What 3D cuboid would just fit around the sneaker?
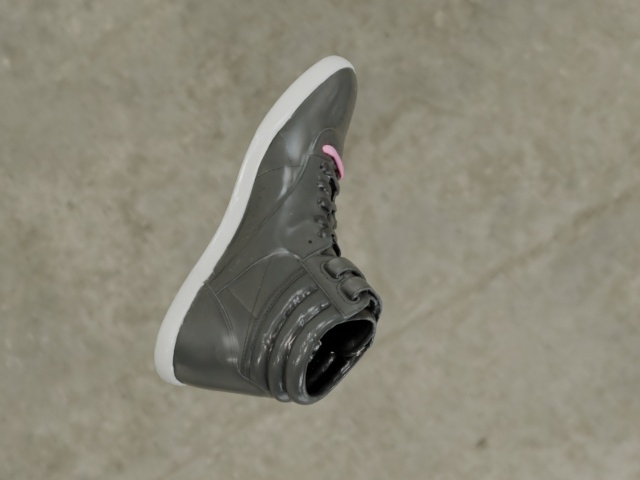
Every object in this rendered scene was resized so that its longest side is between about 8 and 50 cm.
[{"bbox_3d":[0.000,0.000,1.310,0.295,0.147,0.104,-64,156,-16],"label":"sneaker"}]
